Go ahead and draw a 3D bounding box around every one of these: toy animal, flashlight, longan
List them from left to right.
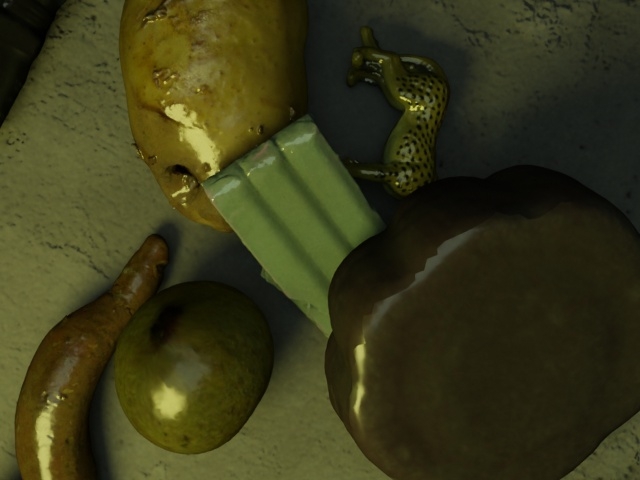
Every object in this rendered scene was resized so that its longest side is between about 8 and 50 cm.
[{"bbox_3d":[-0.253,-0.290,0.906,0.103,0.103,0.424,29,89,0],"label":"flashlight"},{"bbox_3d":[-0.110,0.120,0.883,0.154,0.145,0.176,-38,133,-11],"label":"longan"},{"bbox_3d":[0.084,-0.110,0.919,0.136,0.073,0.182,11,82,-3],"label":"toy animal"}]

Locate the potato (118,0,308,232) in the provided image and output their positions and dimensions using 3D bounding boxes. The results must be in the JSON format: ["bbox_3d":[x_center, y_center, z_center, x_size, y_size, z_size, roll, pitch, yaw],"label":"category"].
[{"bbox_3d":[-0.096,-0.157,0.878,0.172,0.140,0.301,-2,96,-12],"label":"potato"}]

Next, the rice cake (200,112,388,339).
[{"bbox_3d":[0.000,0.000,0.869,0.127,0.043,0.237,-37,125,-1],"label":"rice cake"}]

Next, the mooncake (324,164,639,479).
[{"bbox_3d":[0.147,0.080,0.839,0.305,0.154,0.306,-5,110,-13],"label":"mooncake"}]

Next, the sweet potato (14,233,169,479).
[{"bbox_3d":[-0.234,0.153,0.920,0.108,0.079,0.346,15,89,-30],"label":"sweet potato"}]
